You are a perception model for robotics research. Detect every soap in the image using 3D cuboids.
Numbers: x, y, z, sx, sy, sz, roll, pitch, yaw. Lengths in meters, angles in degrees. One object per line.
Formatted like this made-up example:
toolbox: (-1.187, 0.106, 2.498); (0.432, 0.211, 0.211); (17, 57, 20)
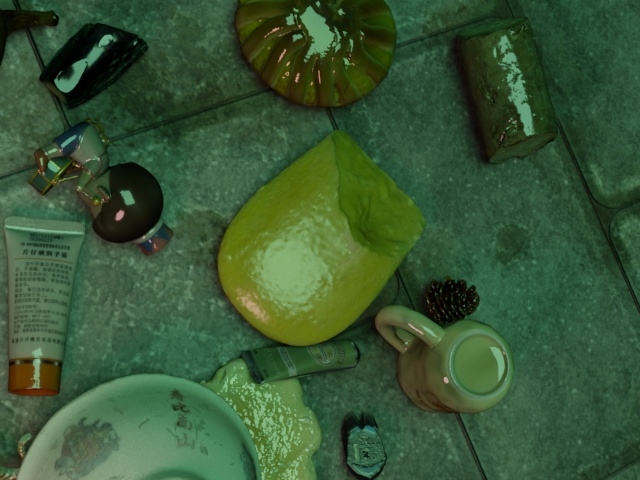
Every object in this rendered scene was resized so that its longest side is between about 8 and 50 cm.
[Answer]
soap: (0.002, -0.001, 1.921); (0.306, 0.115, 0.427); (46, 69, -9)

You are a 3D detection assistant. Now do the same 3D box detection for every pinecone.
pinecone: (0.261, 0.122, 1.992); (0.102, 0.109, 0.102); (-5, 98, -38)

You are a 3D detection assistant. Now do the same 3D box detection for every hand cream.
hand cream: (-0.491, 0.108, 1.744); (0.140, 0.089, 0.314); (8, 73, -19)
hand cream: (-0.027, 0.222, 1.884); (0.235, 0.055, 0.086); (-3, 37, -27)

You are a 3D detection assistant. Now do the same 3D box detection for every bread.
bread: (-0.136, 0.371, 1.835); (0.316, 0.054, 0.315); (4, 79, -21)
bread: (-0.003, -0.413, 1.975); (0.333, 0.160, 0.332); (3, 80, -17)

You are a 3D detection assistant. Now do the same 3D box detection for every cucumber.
cucumber: (-0.421, -0.337, 1.861); (0.115, 0.086, 0.193); (45, 76, -8)

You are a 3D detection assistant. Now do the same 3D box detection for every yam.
yam: (0.387, -0.324, 2.097); (0.168, 0.168, 0.304); (-12, 86, -21)

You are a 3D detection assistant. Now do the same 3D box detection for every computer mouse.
computer mouse: (0.079, 0.391, 1.910); (0.079, 0.047, 0.135); (-3, 69, -14)

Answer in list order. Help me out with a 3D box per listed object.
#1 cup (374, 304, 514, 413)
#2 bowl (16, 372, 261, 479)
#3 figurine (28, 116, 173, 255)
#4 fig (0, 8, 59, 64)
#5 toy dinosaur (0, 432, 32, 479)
cup: (0.237, 0.206, 1.916); (0.173, 0.202, 0.255); (-29, 90, -22)
bowl: (-0.265, 0.446, 1.626); (0.435, 0.196, 0.434); (-2, 94, -23)
figurine: (-0.379, -0.083, 1.793); (0.275, 0.161, 0.158); (42, 110, -5)
fig: (-0.615, -0.356, 1.782); (0.190, 0.191, 0.290); (53, 27, -3)
toy dinosaur: (-0.391, 0.414, 1.718); (0.393, 0.092, 0.205); (41, 73, -22)
